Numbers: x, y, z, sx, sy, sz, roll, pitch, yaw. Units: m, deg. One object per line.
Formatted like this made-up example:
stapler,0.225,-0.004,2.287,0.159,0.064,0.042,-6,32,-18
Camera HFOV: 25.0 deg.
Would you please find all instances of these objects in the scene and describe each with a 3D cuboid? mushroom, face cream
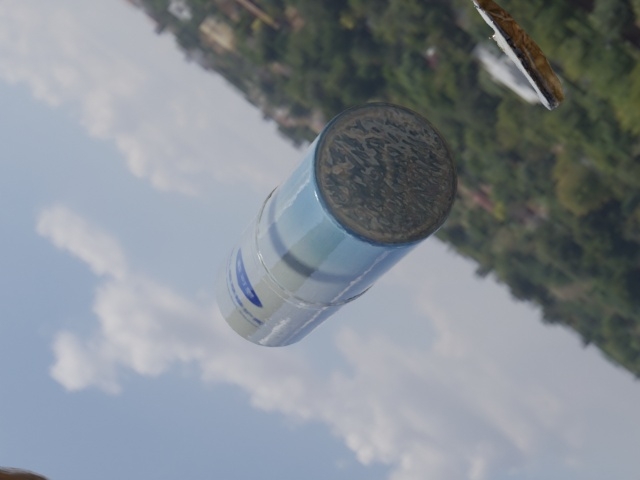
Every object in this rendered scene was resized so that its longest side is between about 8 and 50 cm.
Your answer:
mushroom,0.143,-0.139,1.043,0.101,0.019,0.049,53,179,-2
face cream,0.000,0.000,0.804,0.077,0.077,0.250,37,158,-3

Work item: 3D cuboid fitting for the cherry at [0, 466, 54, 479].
cherry,-0.292,0.320,1.249,0.221,0.261,0.307,16,-166,18
